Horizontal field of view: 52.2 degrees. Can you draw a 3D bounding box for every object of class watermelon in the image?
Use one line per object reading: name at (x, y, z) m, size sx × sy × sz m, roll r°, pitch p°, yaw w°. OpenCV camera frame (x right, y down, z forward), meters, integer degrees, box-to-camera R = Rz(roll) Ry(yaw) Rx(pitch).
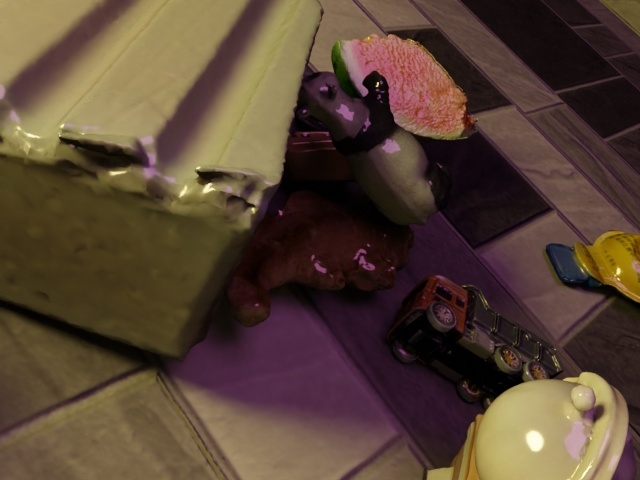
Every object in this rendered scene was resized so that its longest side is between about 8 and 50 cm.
watermelon at (0.100, -0.199, 0.968) m, size 0.231 × 0.146 × 0.128 m, roll 47°, pitch 70°, yaw -8°

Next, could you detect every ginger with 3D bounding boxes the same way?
ginger at (0.002, 0.000, 0.742) m, size 0.332 × 0.080 × 0.166 m, roll -16°, pitch 51°, yaw -40°

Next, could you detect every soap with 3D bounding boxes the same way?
soap at (-0.190, -0.150, 0.620) m, size 0.350 × 0.213 × 0.435 m, roll 16°, pitch 44°, yaw -4°

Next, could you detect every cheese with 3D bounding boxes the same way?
cheese at (0.465, 0.040, 1.022) m, size 0.249 × 0.064 × 0.157 m, roll 6°, pitch 47°, yaw -17°

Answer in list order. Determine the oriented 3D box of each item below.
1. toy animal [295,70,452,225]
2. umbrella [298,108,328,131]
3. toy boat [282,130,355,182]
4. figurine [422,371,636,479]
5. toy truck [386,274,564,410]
toy animal at (0.057, -0.107, 0.728) m, size 0.225 × 0.093 × 0.121 m, roll 50°, pitch 25°, yaw -20°
umbrella at (0.034, -0.155, 0.921) m, size 0.235 × 0.059 × 0.066 m, roll 38°, pitch 18°, yaw 6°
toy boat at (0.030, -0.109, 0.841) m, size 0.200 × 0.057 × 0.077 m, roll -2°, pitch 26°, yaw -13°
figurine at (0.186, 0.205, 0.560) m, size 0.141 × 0.237 × 0.162 m, roll 30°, pitch 38°, yaw 5°
toy truck at (0.175, 0.119, 0.739) m, size 0.192 × 0.083 × 0.092 m, roll 32°, pitch 41°, yaw -6°
